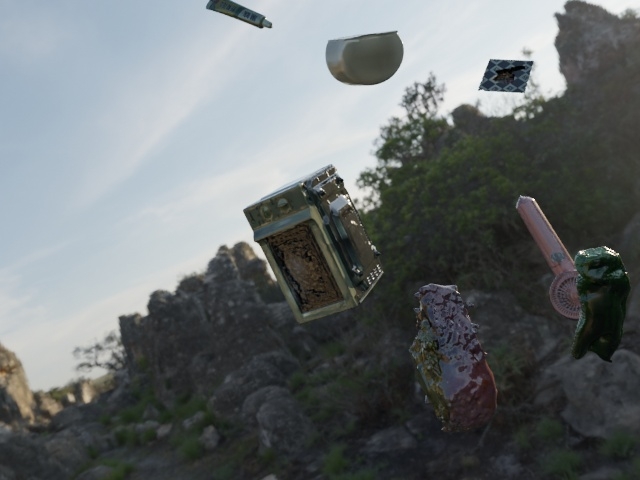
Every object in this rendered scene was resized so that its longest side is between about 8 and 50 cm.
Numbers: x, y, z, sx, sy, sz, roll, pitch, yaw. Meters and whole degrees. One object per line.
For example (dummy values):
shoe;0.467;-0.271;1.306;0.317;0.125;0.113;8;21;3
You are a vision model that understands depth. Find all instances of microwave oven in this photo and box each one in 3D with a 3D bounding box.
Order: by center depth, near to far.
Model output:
microwave oven;0.000;0.000;1.657;0.218;0.355;0.286;-21;9;30

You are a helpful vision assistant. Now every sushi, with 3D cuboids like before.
sushi;0.218;0.204;0.988;0.107;0.241;0.161;-11;26;-13
sushi;0.487;-0.422;1.577;0.120;0.126;0.026;11;-30;24

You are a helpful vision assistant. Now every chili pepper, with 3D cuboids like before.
chili pepper;0.486;0.120;1.042;0.097;0.225;0.061;-10;18;-2

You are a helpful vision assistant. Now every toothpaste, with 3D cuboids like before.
toothpaste;-0.193;-0.547;1.446;0.049;0.204;0.031;-58;-25;-3

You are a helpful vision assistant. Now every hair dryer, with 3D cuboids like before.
hair dryer;0.614;0.033;1.559;0.125;0.353;0.210;-31;-15;23

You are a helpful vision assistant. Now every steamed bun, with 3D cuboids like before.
steamed bun;0.148;-0.591;1.971;0.241;0.164;0.146;-16;19;-23
